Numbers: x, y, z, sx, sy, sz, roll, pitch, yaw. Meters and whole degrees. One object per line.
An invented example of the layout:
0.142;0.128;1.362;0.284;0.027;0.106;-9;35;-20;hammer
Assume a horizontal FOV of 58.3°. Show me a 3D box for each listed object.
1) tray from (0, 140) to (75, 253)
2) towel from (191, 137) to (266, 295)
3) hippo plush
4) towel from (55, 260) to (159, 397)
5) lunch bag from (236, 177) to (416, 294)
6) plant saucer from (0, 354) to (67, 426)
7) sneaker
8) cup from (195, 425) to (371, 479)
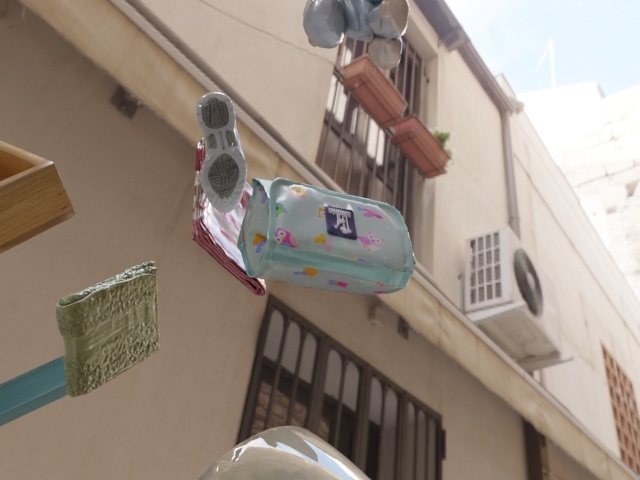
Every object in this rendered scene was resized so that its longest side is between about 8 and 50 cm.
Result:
-0.483;0.019;0.561;0.202;0.411;0.076;20;-46;37;tray
-0.200;-0.061;1.299;0.037;0.329;0.237;-25;-45;16;towel
0.077;-0.540;1.308;0.236;0.294;0.234;8;-56;1;hippo plush
-0.217;0.090;0.606;0.027;0.148;0.110;5;-75;18;towel
0.000;0.000;0.874;0.223;0.160;0.262;13;7;-16;lunch bag
-0.427;0.218;0.817;0.192;0.067;0.018;-25;-43;-4;plant saucer
-0.188;-0.167;1.140;0.090;0.232;0.115;-4;-4;-1;sneaker
0.005;0.372;0.510;0.236;0.331;0.331;17;-30;34;cup
